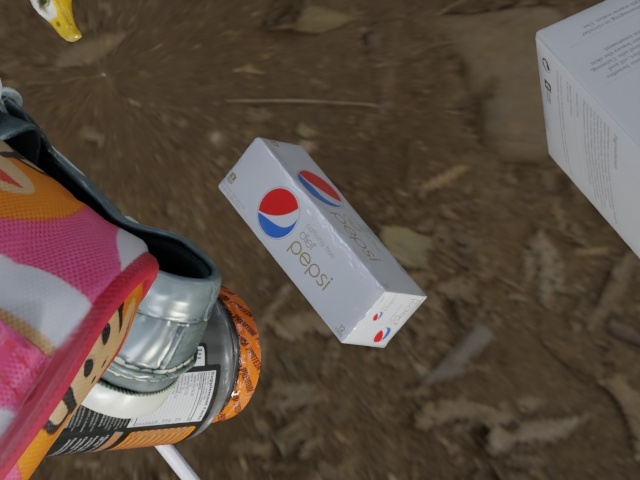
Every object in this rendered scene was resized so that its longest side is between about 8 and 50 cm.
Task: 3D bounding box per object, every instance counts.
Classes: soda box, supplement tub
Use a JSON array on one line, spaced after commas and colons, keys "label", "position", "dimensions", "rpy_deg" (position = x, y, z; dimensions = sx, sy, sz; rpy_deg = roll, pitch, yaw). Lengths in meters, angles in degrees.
[{"label": "soda box", "position": [0.000, 0.000, 1.794], "dimensions": [0.069, 0.074, 0.216], "rpy_deg": [-51, 59, 20]}, {"label": "supplement tub", "position": [-0.137, 0.074, 1.207], "dimensions": [0.190, 0.117, 0.117], "rpy_deg": [0, 96, -45]}]

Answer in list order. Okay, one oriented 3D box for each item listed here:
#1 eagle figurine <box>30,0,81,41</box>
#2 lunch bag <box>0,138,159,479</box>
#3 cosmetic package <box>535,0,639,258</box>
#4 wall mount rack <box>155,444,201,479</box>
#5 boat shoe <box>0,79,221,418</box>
[{"label": "eagle figurine", "position": [-0.223, -0.221, 1.248], "dimensions": [0.298, 0.226, 0.225], "rpy_deg": [-19, 60, 19]}, {"label": "lunch bag", "position": [-0.176, 0.104, 0.435], "dimensions": [0.120, 0.258, 0.293], "rpy_deg": [40, 58, -1]}, {"label": "cosmetic package", "position": [0.345, -0.055, 1.536], "dimensions": [0.197, 0.365, 0.155], "rpy_deg": [-24, 138, -10]}, {"label": "wall mount rack", "position": [-0.256, 0.175, 1.526], "dimensions": [0.350, 0.304, 0.130], "rpy_deg": [-25, 61, 27]}, {"label": "boat shoe", "position": [-0.176, -0.047, 1.055], "dimensions": [0.319, 0.116, 0.099], "rpy_deg": [46, 122, 14]}]
